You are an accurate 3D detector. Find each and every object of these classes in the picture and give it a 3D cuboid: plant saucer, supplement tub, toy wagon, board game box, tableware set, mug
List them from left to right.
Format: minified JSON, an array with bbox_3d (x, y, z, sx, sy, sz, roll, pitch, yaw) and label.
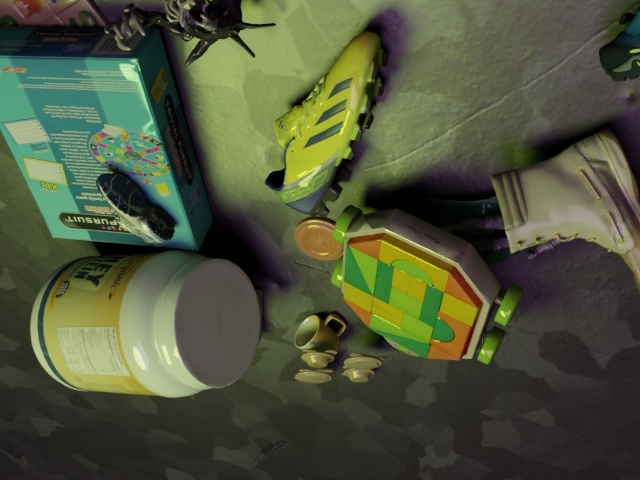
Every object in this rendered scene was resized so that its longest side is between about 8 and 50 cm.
[{"bbox_3d":[-0.317,-0.139,1.124,0.254,0.079,0.336,5,136,14],"label":"board game box"},{"bbox_3d":[-0.276,0.131,1.243,0.316,0.228,0.228,-4,131,34],"label":"supplement tub"},{"bbox_3d":[0.000,0.000,1.194,0.084,0.013,0.083,10,135,10],"label":"plant saucer"},{"bbox_3d":[0.005,0.166,1.319,0.064,0.062,0.078,36,141,-26],"label":"mug"},{"bbox_3d":[0.030,0.216,1.331,0.141,0.020,0.168,3,153,-4],"label":"tableware set"},{"bbox_3d":[0.139,0.091,1.138,0.267,0.068,0.344,27,149,17],"label":"toy wagon"}]

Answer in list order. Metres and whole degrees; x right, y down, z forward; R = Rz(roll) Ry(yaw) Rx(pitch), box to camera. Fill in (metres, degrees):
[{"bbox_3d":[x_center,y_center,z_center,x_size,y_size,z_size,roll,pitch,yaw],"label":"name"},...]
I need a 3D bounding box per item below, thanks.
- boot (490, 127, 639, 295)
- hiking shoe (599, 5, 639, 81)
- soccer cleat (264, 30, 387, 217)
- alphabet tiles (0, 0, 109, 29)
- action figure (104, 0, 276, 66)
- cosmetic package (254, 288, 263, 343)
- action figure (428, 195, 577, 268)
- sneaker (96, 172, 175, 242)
[{"bbox_3d":[0.314,-0.010,0.956,0.165,0.077,0.213,-21,94,14],"label":"boot"},{"bbox_3d":[0.377,-0.279,0.747,0.132,0.113,0.304,53,137,6],"label":"hiking shoe"},{"bbox_3d":[-0.002,-0.147,1.001,0.121,0.093,0.289,27,135,4],"label":"soccer cleat"},{"bbox_3d":[-0.441,-0.347,1.028,0.343,0.011,0.285,-16,125,32],"label":"alphabet tiles"},{"bbox_3d":[-0.188,-0.295,0.895,0.276,0.141,0.164,33,123,-10],"label":"action figure"},{"bbox_3d":[-0.132,0.131,1.347,0.060,0.041,0.115,11,135,11],"label":"cosmetic package"},{"bbox_3d":[0.274,-0.021,1.044,0.232,0.063,0.137,-15,122,27],"label":"action figure"},{"bbox_3d":[-0.275,-0.039,1.116,0.058,0.052,0.135,-18,126,38],"label":"sneaker"}]
